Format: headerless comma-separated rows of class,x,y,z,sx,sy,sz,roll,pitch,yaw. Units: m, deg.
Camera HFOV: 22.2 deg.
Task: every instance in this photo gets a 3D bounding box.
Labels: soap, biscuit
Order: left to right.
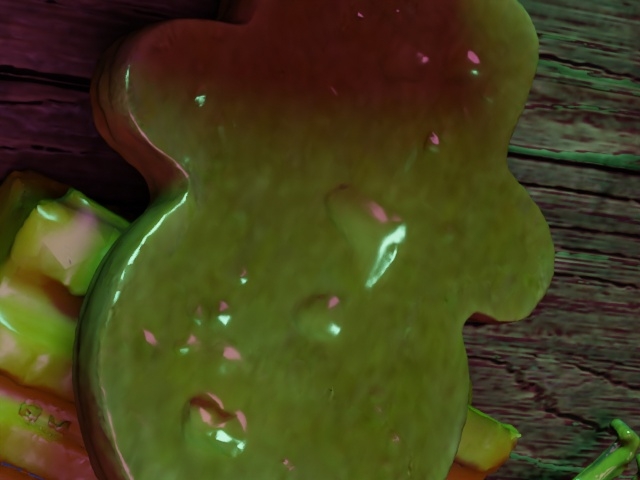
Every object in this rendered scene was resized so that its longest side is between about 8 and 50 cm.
soap,-0.067,0.111,0.902,0.324,0.096,0.204,28,99,-27
biscuit,-0.002,0.000,0.825,0.275,0.052,0.355,22,72,-27

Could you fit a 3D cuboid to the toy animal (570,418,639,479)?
toy animal,0.179,0.201,1.052,0.136,0.073,0.181,-38,131,7
